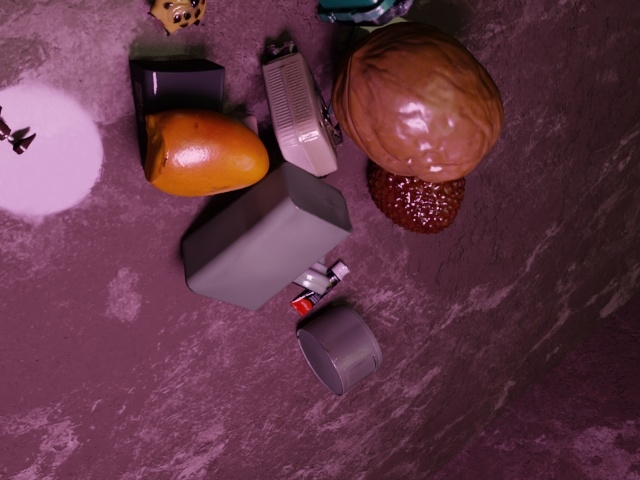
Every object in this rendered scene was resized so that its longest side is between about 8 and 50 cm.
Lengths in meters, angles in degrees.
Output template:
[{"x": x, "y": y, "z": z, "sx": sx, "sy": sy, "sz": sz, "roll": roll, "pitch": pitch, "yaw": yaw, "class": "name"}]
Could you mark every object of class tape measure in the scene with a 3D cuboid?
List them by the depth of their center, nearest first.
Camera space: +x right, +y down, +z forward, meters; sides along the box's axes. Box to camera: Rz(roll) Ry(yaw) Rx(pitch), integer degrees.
[{"x": -0.033, "y": -0.278, "z": 1.261, "sx": 0.132, "sy": 0.271, "sz": 0.231, "roll": -19, "pitch": 152, "yaw": 8, "class": "tape measure"}]

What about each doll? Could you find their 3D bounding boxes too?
[{"x": -0.218, "y": -0.524, "z": 1.080, "sx": 0.291, "sy": 0.086, "sz": 0.117, "roll": -48, "pitch": 152, "yaw": -2, "class": "doll"}]

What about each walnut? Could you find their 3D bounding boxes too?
[{"x": 0.211, "y": -0.302, "z": 1.225, "sx": 0.397, "sy": 0.354, "sz": 0.308, "roll": 27, "pitch": 83, "yaw": -39, "class": "walnut"}]

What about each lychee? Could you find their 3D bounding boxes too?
[{"x": 0.269, "y": -0.160, "z": 1.521, "sx": 0.275, "sy": 0.304, "sz": 0.276, "roll": -17, "pitch": 158, "yaw": -7, "class": "lychee"}]

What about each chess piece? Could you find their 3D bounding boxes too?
[{"x": 0.000, "y": 0.000, "z": 1.502, "sx": 0.139, "sy": 0.139, "sz": 0.272, "roll": 29, "pitch": 83, "yaw": -42, "class": "chess piece"}]

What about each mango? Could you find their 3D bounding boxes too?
[{"x": -0.209, "y": -0.168, "z": 1.099, "sx": 0.257, "sy": 0.138, "sz": 0.187, "roll": -5, "pitch": 132, "yaw": -32, "class": "mango"}]

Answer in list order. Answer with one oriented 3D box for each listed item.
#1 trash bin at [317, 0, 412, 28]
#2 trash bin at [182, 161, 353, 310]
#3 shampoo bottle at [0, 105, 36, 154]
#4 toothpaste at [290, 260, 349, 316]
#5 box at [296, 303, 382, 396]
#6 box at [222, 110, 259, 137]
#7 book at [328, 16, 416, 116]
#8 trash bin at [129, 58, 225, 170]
[{"x": 0.047, "y": -0.635, "z": 1.107, "sx": 0.381, "sy": 0.295, "sz": 0.259, "roll": 37, "pitch": 87, "yaw": -36, "class": "trash bin"}, {"x": -0.119, "y": 0.002, "z": 1.260, "sx": 0.343, "sy": 0.158, "sz": 0.223, "roll": -34, "pitch": 141, "yaw": 30, "class": "trash bin"}, {"x": -0.608, "y": -0.234, "z": 0.949, "sx": 0.068, "sy": 0.067, "sz": 0.236, "roll": -43, "pitch": 132, "yaw": 1, "class": "shampoo bottle"}, {"x": 0.001, "y": 0.142, "z": 1.617, "sx": 0.193, "sy": 0.045, "sz": 0.071, "roll": -41, "pitch": 131, "yaw": -6, "class": "toothpaste"}, {"x": 0.055, "y": 0.317, "z": 1.618, "sx": 0.149, "sy": 0.226, "sz": 0.226, "roll": -30, "pitch": 127, "yaw": -22, "class": "box"}, {"x": -0.184, "y": -0.233, "z": 1.258, "sx": 0.062, "sy": 0.089, "sz": 0.122, "roll": -32, "pitch": 129, "yaw": -34, "class": "box"}, {"x": 0.150, "y": -0.432, "z": 1.423, "sx": 0.214, "sy": 0.025, "sz": 0.283, "roll": 10, "pitch": 107, "yaw": -24, "class": "book"}, {"x": -0.293, "y": -0.252, "z": 1.152, "sx": 0.165, "sy": 0.115, "sz": 0.226, "roll": -14, "pitch": 124, "yaw": -33, "class": "trash bin"}]
